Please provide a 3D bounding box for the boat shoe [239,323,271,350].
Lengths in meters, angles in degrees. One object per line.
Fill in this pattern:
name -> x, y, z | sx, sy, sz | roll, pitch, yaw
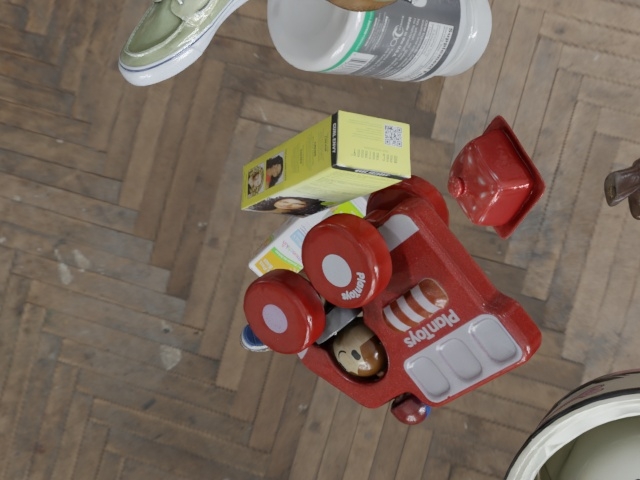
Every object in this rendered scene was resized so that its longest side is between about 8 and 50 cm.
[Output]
boat shoe -> -0.057, 0.159, 1.513 | 0.183, 0.066, 0.066 | -4, 72, -21

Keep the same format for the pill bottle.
pill bottle -> 0.106, -0.365, 1.382 | 0.204, 0.361, 0.204 | 5, 98, 44

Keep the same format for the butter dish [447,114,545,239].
butter dish -> 0.258, -0.094, 1.372 | 0.118, 0.160, 0.160 | -11, 61, -26

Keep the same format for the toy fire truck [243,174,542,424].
toy fire truck -> 0.074, 0.091, 0.987 | 0.254, 0.169, 0.302 | 53, 133, 5

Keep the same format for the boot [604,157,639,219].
boot -> 0.459, -0.065, 1.279 | 0.037, 0.114, 0.107 | 12, 118, 40

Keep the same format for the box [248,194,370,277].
box -> 0.000, 0.000, 1.326 | 0.203, 0.103, 0.114 | -41, 98, 11

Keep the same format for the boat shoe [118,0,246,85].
boat shoe -> -0.187, -0.353, 1.233 | 0.109, 0.094, 0.302 | 33, 74, 29

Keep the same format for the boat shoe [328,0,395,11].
boat shoe -> 0.035, -0.232, 0.507 | 0.104, 0.307, 0.111 | -15, 130, 39

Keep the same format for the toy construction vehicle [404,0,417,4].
toy construction vehicle -> 0.085, -0.330, 1.030 | 0.035, 0.098, 0.086 | -52, 51, 29

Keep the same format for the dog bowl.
dog bowl -> 0.452, 0.354, 1.143 | 0.407, 0.150, 0.408 | 6, 109, 17

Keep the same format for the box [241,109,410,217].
box -> -0.002, -0.074, 0.911 | 0.087, 0.232, 0.058 | 6, 78, -26
